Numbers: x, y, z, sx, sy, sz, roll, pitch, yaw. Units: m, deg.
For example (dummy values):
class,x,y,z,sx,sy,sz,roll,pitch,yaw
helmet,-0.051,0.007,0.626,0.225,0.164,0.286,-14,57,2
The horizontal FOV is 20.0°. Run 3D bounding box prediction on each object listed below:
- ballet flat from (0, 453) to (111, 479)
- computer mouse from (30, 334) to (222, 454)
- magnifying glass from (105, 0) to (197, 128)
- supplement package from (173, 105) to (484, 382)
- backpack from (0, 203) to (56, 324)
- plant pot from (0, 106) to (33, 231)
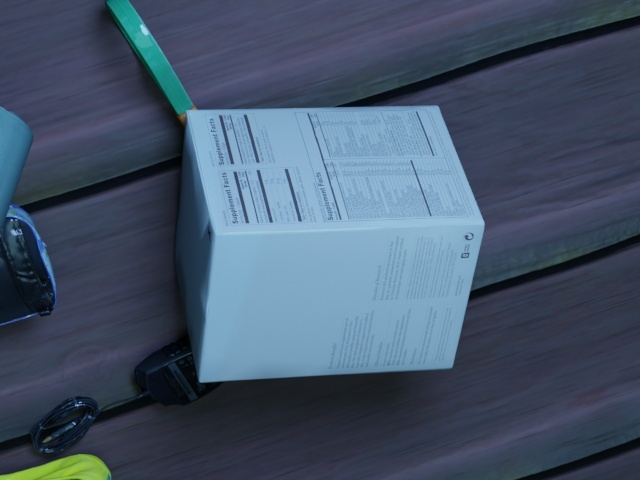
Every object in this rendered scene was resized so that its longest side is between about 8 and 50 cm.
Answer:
class,x,y,z,sx,sy,sz,roll,pitch,yaw
ballet flat,-0.333,0.288,1.925,0.231,0.077,0.077,-18,113,-6
computer mouse,-0.202,0.160,1.938,0.242,0.041,0.071,-24,130,1
magnifying glass,-0.148,-0.153,1.818,0.026,0.092,0.231,-33,123,-5
supplement package,0.000,0.000,1.810,0.262,0.198,0.199,-2,131,-13
backpack,-0.327,0.021,1.828,0.105,0.084,0.114,-15,114,-7
plant pot,-0.441,-0.001,1.654,0.341,0.341,0.334,27,82,-21
